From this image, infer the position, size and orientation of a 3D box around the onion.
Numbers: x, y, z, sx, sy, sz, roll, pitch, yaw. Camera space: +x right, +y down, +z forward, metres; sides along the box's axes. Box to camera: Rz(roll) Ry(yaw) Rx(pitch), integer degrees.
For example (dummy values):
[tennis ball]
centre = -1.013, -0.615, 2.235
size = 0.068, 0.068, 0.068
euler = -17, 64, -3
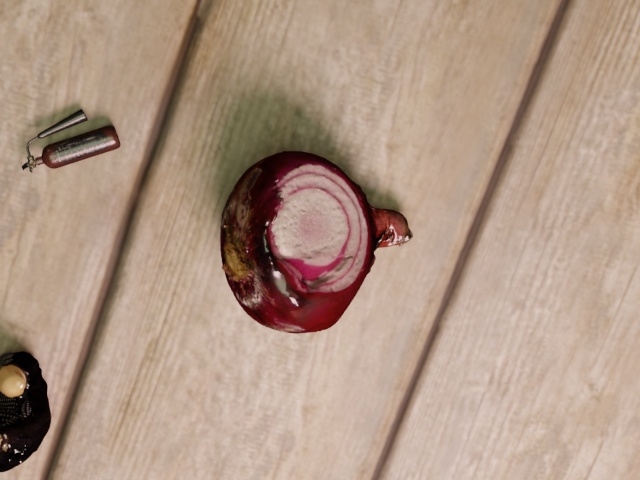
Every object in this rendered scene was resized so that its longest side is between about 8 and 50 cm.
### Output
[onion]
centre = -0.010, 0.001, 1.190
size = 0.198, 0.135, 0.173
euler = -5, 91, -40

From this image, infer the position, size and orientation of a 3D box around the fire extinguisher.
[fire extinguisher]
centre = -0.249, -0.097, 1.193
size = 0.100, 0.032, 0.046
euler = -17, 115, -4

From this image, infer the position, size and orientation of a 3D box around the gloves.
[gloves]
centre = -0.319, 0.183, 1.182
size = 0.129, 0.181, 0.106
euler = -24, 104, 4
